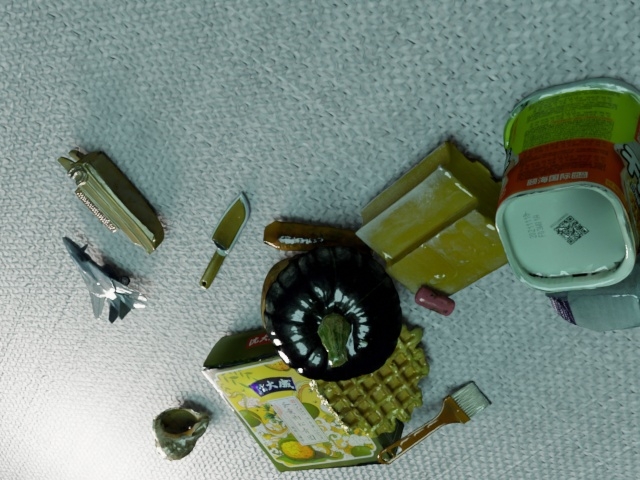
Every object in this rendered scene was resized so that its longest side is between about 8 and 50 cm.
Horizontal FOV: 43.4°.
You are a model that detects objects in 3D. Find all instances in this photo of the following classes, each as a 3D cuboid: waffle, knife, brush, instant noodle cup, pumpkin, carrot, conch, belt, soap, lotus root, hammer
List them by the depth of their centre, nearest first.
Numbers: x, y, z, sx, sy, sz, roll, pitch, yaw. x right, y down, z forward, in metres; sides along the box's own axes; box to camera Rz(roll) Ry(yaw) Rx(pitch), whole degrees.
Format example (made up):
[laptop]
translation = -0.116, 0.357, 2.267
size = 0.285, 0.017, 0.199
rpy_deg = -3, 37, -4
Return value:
[instant noodle cup]
translation = 0.430, -0.084, 1.359
size = 0.293, 0.308, 0.294
rpy_deg = 12, 130, 15
[belt]
translation = 0.557, 0.050, 1.435
size = 0.324, 0.260, 0.122
rpy_deg = -1, 124, 38
[soap]
translation = 0.245, -0.029, 1.608
size = 0.259, 0.143, 0.281
rpy_deg = 40, 136, -10
[hammer]
translation = 0.232, 0.124, 1.636
size = 0.083, 0.043, 0.043
rpy_deg = 22, 132, -5
[pumpkin]
translation = 0.026, 0.157, 1.661
size = 0.295, 0.296, 0.296
rpy_deg = 13, 130, 15
[carrot]
translation = 0.000, 0.000, 1.785
size = 0.260, 0.070, 0.070
rpy_deg = 7, 128, 17
[lotus root]
translation = -0.071, 0.124, 1.865
size = 0.128, 0.145, 0.260
rpy_deg = -5, 140, -27
[waffle]
translation = 0.111, 0.325, 1.878
size = 0.307, 0.060, 0.312
rpy_deg = -5, 108, -15
[knife]
translation = -0.239, 0.006, 1.924
size = 0.061, 0.027, 0.343
rpy_deg = 35, 132, 1
[brush]
translation = 0.267, 0.458, 1.966
size = 0.314, 0.017, 0.090
rpy_deg = -38, 104, 12
[conch]
translation = -0.417, 0.561, 2.373
size = 0.207, 0.130, 0.155
rpy_deg = -33, 121, 24

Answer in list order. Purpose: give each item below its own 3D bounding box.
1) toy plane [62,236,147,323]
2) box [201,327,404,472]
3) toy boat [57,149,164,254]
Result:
[toy plane]
translation = -0.583, 0.089, 2.115
size = 0.212, 0.088, 0.267
rpy_deg = -22, 106, 34
[box]
translation = -0.042, 0.407, 2.073
size = 0.373, 0.138, 0.420
rpy_deg = -15, 118, 33
[toy boat]
translation = -0.499, -0.092, 1.921
size = 0.115, 0.089, 0.310
rpy_deg = -30, 110, 29
